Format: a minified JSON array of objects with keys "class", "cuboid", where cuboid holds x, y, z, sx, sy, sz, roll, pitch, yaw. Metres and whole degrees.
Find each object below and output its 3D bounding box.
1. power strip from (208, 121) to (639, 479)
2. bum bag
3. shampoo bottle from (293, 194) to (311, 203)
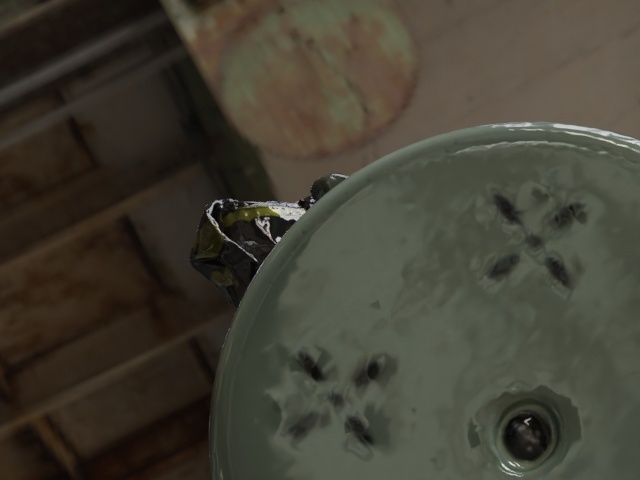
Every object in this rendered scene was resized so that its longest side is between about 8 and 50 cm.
[{"class":"power strip","cuboid":[0.113,0.103,1.026,0.357,0.357,0.161,-32,-15,4]},{"class":"bum bag","cuboid":[0.000,0.000,1.655,0.232,0.107,0.060,-12,-6,-4]},{"class":"shampoo bottle","cuboid":[-0.013,-0.003,1.846,0.192,0.074,0.074,-24,-29,-23]}]
